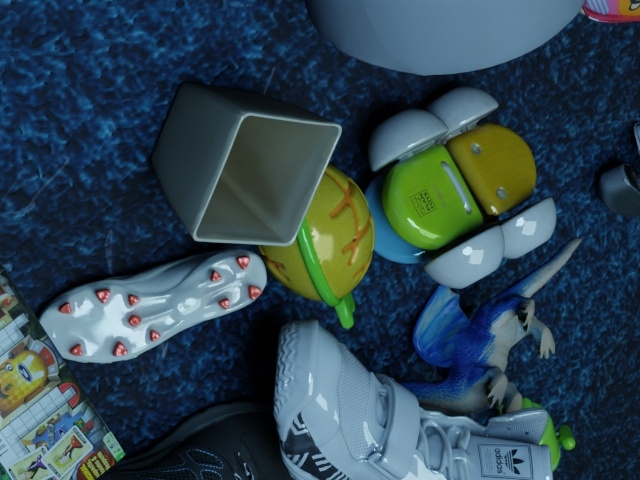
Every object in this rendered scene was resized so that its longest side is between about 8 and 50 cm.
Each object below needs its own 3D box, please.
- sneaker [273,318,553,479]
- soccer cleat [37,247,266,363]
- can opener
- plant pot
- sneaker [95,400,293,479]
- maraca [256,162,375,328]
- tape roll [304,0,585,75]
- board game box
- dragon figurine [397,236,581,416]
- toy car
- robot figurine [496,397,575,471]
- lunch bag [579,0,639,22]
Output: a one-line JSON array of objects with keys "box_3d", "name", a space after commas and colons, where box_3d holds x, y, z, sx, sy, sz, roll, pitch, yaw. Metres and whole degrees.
[{"box_3d": [0.095, 0.183, 1.555, 0.210, 0.137, 0.366, -10, 138, 15], "name": "sneaker"}, {"box_3d": [-0.138, 0.052, 1.397, 0.196, 0.076, 0.068, -17, 98, -18], "name": "soccer cleat"}, {"box_3d": [0.379, -0.040, 1.847, 0.093, 0.074, 0.280, -24, 147, 23], "name": "can opener"}, {"box_3d": [-0.068, -0.067, 1.338, 0.109, 0.096, 0.109, 4, 116, -46], "name": "plant pot"}, {"box_3d": [-0.123, 0.241, 1.500, 0.340, 0.139, 0.125, -13, 126, -40], "name": "sneaker"}, {"box_3d": [0.000, 0.000, 1.453, 0.099, 0.127, 0.186, -12, 149, 11], "name": "maraca"}, {"box_3d": [0.092, -0.220, 1.275, 0.219, 0.219, 0.072, -34, 138, -21], "name": "tape roll"}, {"box_3d": [-0.260, 0.117, 1.308, 0.136, 0.030, 0.260, -38, 127, -14], "name": "board game box"}, {"box_3d": [0.147, 0.096, 1.696, 0.085, 0.144, 0.289, 43, 68, -50], "name": "dragon figurine"}, {"box_3d": [0.106, -0.038, 1.518, 0.182, 0.159, 0.136, -27, 177, -44], "name": "toy car"}, {"box_3d": [0.229, 0.222, 1.895, 0.101, 0.067, 0.115, -19, 139, 4], "name": "robot figurine"}, {"box_3d": [0.289, -0.330, 1.464, 0.258, 0.120, 0.293, -9, 126, -40], "name": "lunch bag"}]
